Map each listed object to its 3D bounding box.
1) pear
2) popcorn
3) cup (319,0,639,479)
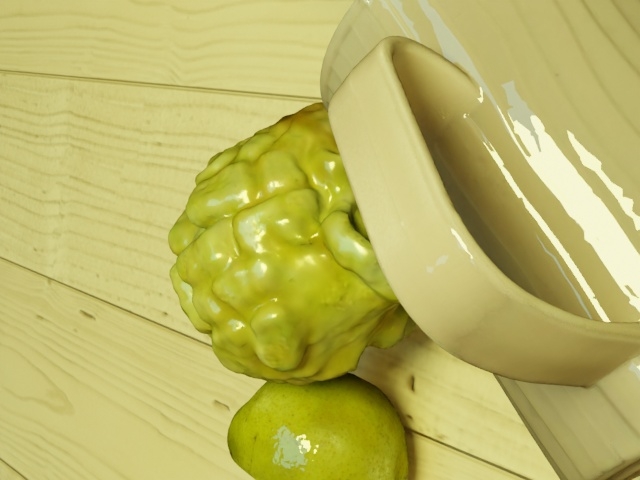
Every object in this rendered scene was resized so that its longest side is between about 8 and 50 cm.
[{"bbox_3d":[0.006,0.149,0.737,0.141,0.141,0.104,30,85,45],"label":"pear"},{"bbox_3d":[0.008,-0.002,0.686,0.217,0.235,0.181,-22,98,47],"label":"popcorn"},{"bbox_3d":[0.139,-0.036,0.490,0.208,0.288,0.273,-33,68,9],"label":"cup"}]
